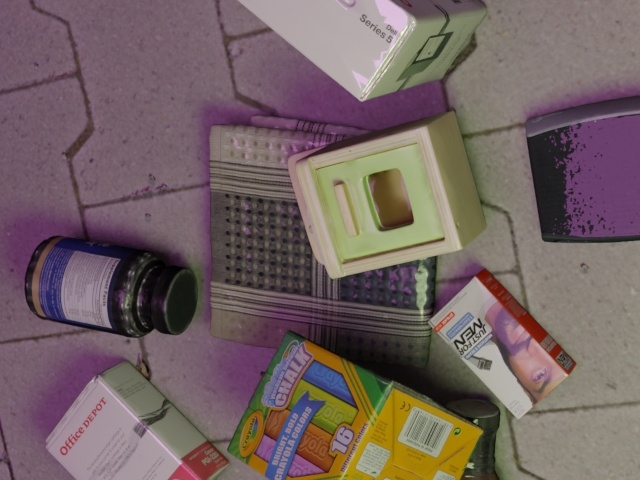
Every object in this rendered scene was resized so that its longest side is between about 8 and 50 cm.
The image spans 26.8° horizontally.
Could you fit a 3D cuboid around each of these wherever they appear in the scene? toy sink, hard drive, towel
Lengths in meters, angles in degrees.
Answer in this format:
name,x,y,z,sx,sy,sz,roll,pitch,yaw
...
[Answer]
name,x,y,z,sx,sy,sz,roll,pitch,yaw
toy sink,0.059,-0.048,1.622,0.234,0.131,0.153,-12,99,25
hard drive,0.369,-0.081,1.573,0.254,0.054,0.172,-6,99,25
towel,0.000,0.000,1.764,0.324,0.056,0.312,7,107,20

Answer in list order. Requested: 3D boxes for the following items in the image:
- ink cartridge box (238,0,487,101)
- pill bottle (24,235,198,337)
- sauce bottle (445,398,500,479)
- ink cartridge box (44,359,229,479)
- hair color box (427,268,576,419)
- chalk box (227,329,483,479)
name,x,y,z,sx,sy,sz,roll,pitch,yaw
ink cartridge box,0.051,-0.274,1.549,0.198,0.273,0.115,40,114,11
pill bottle,-0.287,0.067,1.856,0.219,0.123,0.123,9,105,21
sauce bottle,0.182,0.375,1.724,0.111,0.111,0.344,6,104,22
ink cartridge box,-0.264,0.304,1.915,0.218,0.092,0.158,43,114,8
hair color box,0.227,0.129,1.683,0.167,0.053,0.093,46,114,7
chalk box,0.021,0.238,1.671,0.289,0.180,0.179,20,82,54
